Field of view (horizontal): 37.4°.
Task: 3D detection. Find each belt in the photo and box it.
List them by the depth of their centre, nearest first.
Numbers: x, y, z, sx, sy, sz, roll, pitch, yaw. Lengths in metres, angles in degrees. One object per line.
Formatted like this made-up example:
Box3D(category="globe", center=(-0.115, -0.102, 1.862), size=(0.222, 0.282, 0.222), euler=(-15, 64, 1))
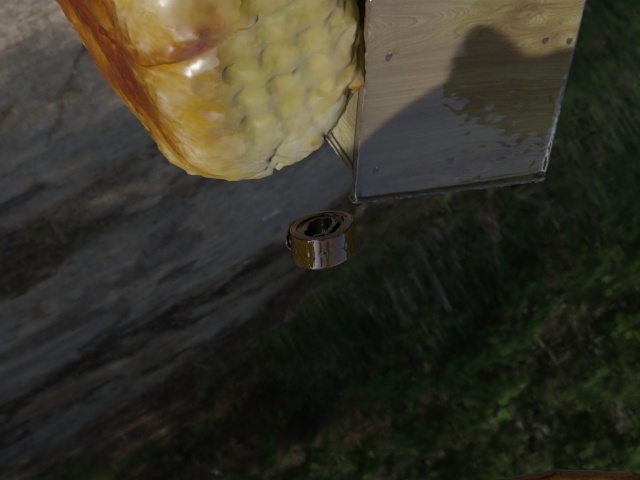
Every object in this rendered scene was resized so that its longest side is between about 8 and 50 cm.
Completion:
Box3D(category="belt", center=(0.000, 0.000, 0.861), size=(0.059, 0.036, 0.083), euler=(3, -160, 16))

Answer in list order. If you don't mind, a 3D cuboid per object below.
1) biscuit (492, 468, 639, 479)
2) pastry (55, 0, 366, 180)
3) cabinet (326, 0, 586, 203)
Box3D(category="biscuit", center=(0.180, 0.241, 0.804), size=(0.176, 0.031, 0.228), euler=(23, 137, -29))
Box3D(category="pastry", center=(-0.059, -0.118, 0.369), size=(0.093, 0.182, 0.192), euler=(-35, 146, -13))
Box3D(category="cabinet", center=(0.059, -0.162, 0.602), size=(0.148, 0.175, 0.215), euler=(-9, 128, -17))
